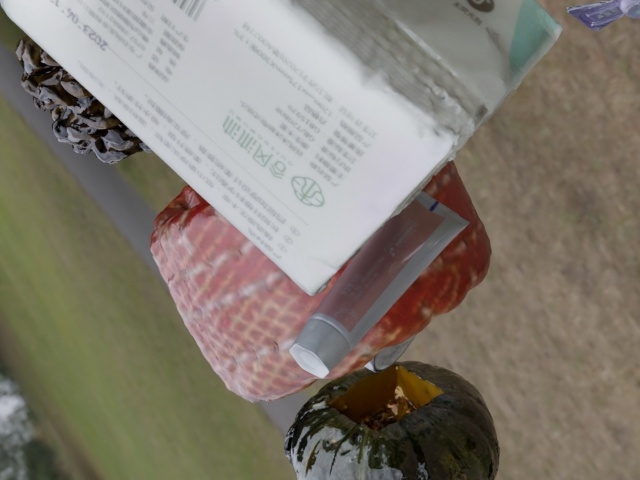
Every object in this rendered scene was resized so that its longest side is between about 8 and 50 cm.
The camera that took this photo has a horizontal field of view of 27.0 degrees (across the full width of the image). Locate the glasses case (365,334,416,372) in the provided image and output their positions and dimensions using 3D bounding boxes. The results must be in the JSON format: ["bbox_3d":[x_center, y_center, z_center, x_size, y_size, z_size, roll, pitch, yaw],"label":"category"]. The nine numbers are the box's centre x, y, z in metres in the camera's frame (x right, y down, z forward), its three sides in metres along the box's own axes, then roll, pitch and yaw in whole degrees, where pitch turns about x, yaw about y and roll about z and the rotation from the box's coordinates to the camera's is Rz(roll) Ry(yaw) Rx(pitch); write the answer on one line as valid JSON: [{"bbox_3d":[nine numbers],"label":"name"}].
[{"bbox_3d":[0.002,0.073,1.798,0.299,0.114,0.060,28,162,42],"label":"glasses case"}]

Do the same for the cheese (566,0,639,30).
[{"bbox_3d":[0.483,-0.366,2.049,0.191,0.105,0.042,-14,68,38],"label":"cheese"}]

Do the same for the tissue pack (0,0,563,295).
[{"bbox_3d":[-0.043,-0.170,1.007,0.356,0.194,0.266,43,143,0],"label":"tissue pack"}]

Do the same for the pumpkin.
[{"bbox_3d":[0.110,0.302,1.943,0.320,0.320,0.192,37,141,57],"label":"pumpkin"}]

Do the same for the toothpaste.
[{"bbox_3d":[0.046,0.031,1.110,0.067,0.194,0.043,33,151,14],"label":"toothpaste"}]

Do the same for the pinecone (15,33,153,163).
[{"bbox_3d":[-0.270,-0.216,1.735,0.243,0.243,0.257,42,132,49],"label":"pinecone"}]

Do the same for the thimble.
[{"bbox_3d":[0.000,0.000,1.467,0.230,0.350,0.350,62,166,-9],"label":"thimble"}]
